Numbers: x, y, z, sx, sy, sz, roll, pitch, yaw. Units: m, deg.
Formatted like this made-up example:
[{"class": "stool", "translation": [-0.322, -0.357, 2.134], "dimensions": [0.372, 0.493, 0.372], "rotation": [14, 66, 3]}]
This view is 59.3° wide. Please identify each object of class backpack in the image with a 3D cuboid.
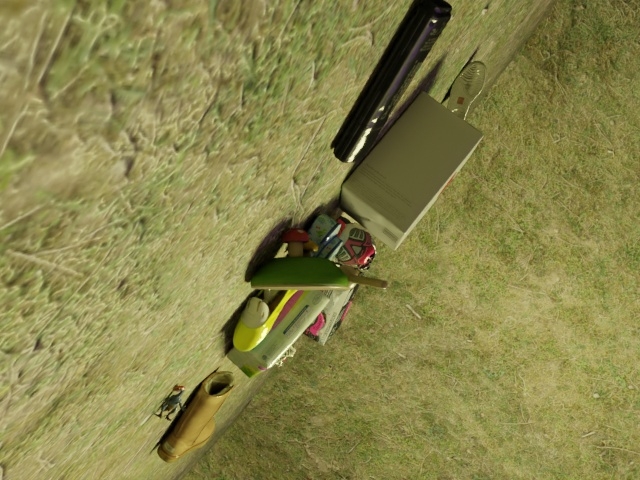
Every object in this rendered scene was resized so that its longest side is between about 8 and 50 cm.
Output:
[{"class": "backpack", "translation": [-0.001, 0.004, 1.192], "dimensions": [0.114, 0.084, 0.105], "rotation": [-57, 174, 15]}]

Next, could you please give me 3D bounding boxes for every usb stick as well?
[{"class": "usb stick", "translation": [0.101, -0.230, 0.845], "dimensions": [0.077, 0.045, 0.278], "rotation": [-31, 160, -50]}]

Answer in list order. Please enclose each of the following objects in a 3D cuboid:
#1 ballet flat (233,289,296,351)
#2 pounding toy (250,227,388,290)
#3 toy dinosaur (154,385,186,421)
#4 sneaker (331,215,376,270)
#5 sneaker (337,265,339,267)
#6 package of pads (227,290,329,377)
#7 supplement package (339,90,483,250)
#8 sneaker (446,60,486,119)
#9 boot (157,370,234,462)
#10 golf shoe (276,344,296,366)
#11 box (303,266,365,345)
[{"class": "ballet flat", "translation": [-0.115, 0.128, 1.200], "dimensions": [0.231, 0.077, 0.077], "rotation": [-51, 152, -25]}, {"class": "pounding toy", "translation": [-0.013, 0.038, 1.065], "dimensions": [0.183, 0.237, 0.110], "rotation": [165, -74, -67]}, {"class": "toy dinosaur", "translation": [-0.308, 0.330, 1.160], "dimensions": [0.082, 0.047, 0.090], "rotation": [-60, -154, -4]}, {"class": "sneaker", "translation": [0.085, 0.027, 1.372], "dimensions": [0.121, 0.112, 0.299], "rotation": [-57, 167, 5]}, {"class": "sneaker", "translation": [0.053, 0.051, 1.689], "dimensions": [0.080, 0.094, 0.212], "rotation": [-49, 172, -5]}, {"class": "package of pads", "translation": [-0.108, 0.210, 1.366], "dimensions": [0.229, 0.101, 0.296], "rotation": [-48, 180, -24]}, {"class": "supplement package", "translation": [0.202, -0.155, 1.291], "dimensions": [0.293, 0.175, 0.177], "rotation": [-50, 172, -10]}, {"class": "sneaker", "translation": [0.425, -0.452, 1.665], "dimensions": [0.222, 0.083, 0.118], "rotation": [109, 0, -48]}, {"class": "boot", "translation": [-0.305, 0.459, 1.526], "dimensions": [0.269, 0.089, 0.236], "rotation": [-56, 172, 20]}, {"class": "golf shoe", "translation": [-0.151, 0.327, 1.699], "dimensions": [0.105, 0.120, 0.273], "rotation": [-52, 171, 15]}, {"class": "box", "translation": [0.023, 0.205, 1.942], "dimensions": [0.163, 0.142, 0.247], "rotation": [-37, 152, -61]}]
